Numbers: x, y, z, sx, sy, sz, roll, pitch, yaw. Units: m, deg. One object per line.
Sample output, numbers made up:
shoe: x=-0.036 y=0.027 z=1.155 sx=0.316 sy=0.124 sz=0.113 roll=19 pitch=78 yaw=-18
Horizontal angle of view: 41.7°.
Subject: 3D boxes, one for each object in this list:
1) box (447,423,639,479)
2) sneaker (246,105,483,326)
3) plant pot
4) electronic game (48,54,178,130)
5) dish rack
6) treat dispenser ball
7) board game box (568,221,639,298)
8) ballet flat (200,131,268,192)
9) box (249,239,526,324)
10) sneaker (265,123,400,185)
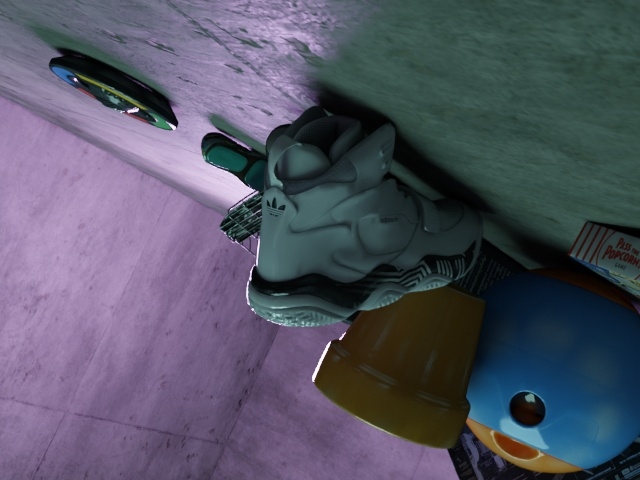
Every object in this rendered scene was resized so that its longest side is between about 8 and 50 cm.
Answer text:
box: x=0.364 y=0.331 z=1.342 sx=0.076 sy=0.307 sz=0.242 roll=34 pitch=-154 yaw=-45
sneaker: x=0.071 y=-0.047 z=0.965 sx=0.366 sy=0.210 sz=0.137 roll=-18 pitch=-151 yaw=-41
plant pot: x=0.120 y=0.137 z=1.093 sx=0.205 sy=0.188 sz=0.205 roll=23 pitch=-175 yaw=-2
electronic game: x=-0.344 y=-0.243 z=1.403 sx=0.229 sy=0.048 sz=0.229 roll=24 pitch=175 yaw=2
dish rack: x=-0.047 y=-0.025 z=1.559 sx=0.271 sy=0.208 sz=0.074 roll=39 pitch=-152 yaw=-42
treat dispenser ball: x=0.327 y=0.181 z=1.191 sx=0.288 sy=0.288 sz=0.288 roll=25 pitch=176 yaw=2
board game box: x=0.379 y=0.054 z=0.884 sx=0.193 sy=0.045 sz=0.147 roll=27 pitch=-178 yaw=-28
ballet flat: x=-0.136 y=-0.140 z=1.489 sx=0.070 sy=0.070 sz=0.188 roll=20 pitch=172 yaw=47
box: x=0.139 y=0.070 z=1.415 sx=0.293 sy=0.212 sz=0.395 roll=19 pitch=172 yaw=46
sneaker: x=0.003 y=-0.080 z=1.109 sx=0.106 sy=0.101 sz=0.267 roll=24 pitch=176 yaw=40
